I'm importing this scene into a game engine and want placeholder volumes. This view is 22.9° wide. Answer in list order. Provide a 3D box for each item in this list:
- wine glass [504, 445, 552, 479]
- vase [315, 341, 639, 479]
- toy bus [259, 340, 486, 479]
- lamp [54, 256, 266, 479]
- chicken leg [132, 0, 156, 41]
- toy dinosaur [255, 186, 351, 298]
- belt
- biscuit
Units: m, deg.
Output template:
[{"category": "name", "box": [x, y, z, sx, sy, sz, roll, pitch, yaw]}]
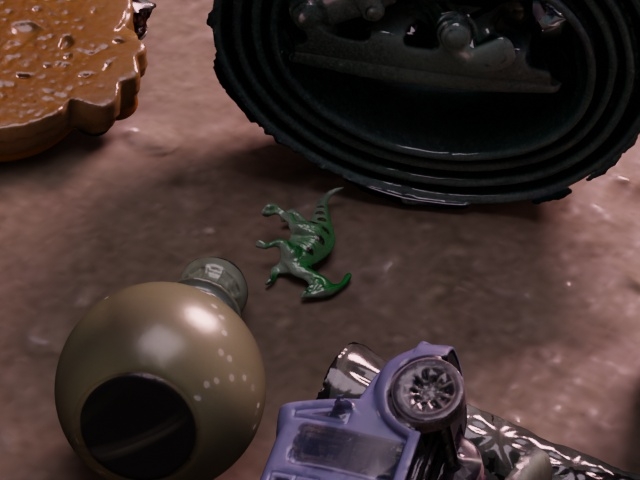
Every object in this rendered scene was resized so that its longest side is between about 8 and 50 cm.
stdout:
[{"category": "wine glass", "box": [0.161, 0.243, 0.521, 0.310, 0.096, 0.264, 21, 65, 19]}, {"category": "vase", "box": [0.080, 0.097, 0.679, 0.167, 0.059, 0.059, 19, 40, 19]}, {"category": "toy bus", "box": [0.008, 0.116, 0.599, 0.076, 0.073, 0.167, 10, 57, 19]}, {"category": "lamp", "box": [-0.061, 0.049, 0.721, 0.091, 0.091, 0.163, 9, 21, 7]}, {"category": "chicken leg", "box": [-0.205, -0.191, 1.042, 0.106, 0.051, 0.253, -16, 44, -33]}, {"category": "toy dinosaur", "box": [0.000, 0.000, 0.831, 0.083, 0.021, 0.062, -30, 56, -32]}, {"category": "belt", "box": [0.076, -0.125, 0.852, 0.268, 0.206, 0.116, 17, 37, -3]}, {"category": "biscuit", "box": [-0.177, -0.106, 0.923, 0.170, 0.050, 0.170, 2, 52, -3]}]
